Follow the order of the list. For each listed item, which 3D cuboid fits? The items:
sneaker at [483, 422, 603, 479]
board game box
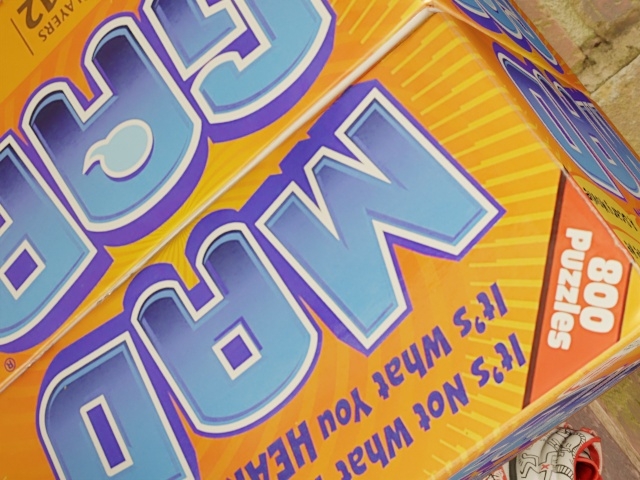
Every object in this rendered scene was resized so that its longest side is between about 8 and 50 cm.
[{"bbox_3d":[0.202,0.201,1.138,0.270,0.145,0.090,-42,127,-68],"label":"sneaker"},{"bbox_3d":[0.000,0.000,0.763,0.356,0.356,0.356,55,20,16],"label":"board game box"}]
